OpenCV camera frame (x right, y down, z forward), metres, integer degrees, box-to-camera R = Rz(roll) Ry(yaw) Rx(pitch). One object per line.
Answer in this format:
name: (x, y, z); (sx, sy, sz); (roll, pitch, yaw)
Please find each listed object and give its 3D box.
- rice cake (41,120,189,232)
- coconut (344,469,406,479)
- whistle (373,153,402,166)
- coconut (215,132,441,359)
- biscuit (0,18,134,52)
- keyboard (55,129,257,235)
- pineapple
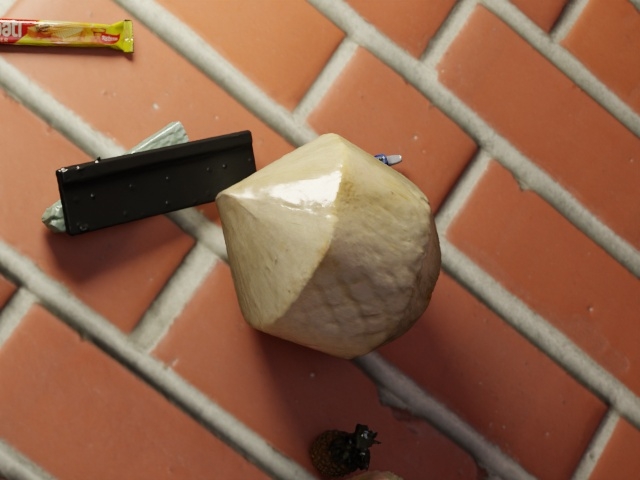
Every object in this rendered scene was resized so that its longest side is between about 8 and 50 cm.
rice cake: (-0.287, -0.089, 1.725); (0.245, 0.045, 0.042); (-40, 107, -27)
coconut: (0.083, 0.409, 1.683); (0.194, 0.194, 0.194); (5, 76, -21)
whistle: (0.086, -0.120, 1.899); (0.083, 0.029, 0.033); (-14, 67, -18)
coconut: (0.000, 0.000, 1.701); (0.328, 0.329, 0.329); (5, 76, -21)
biscuit: (-0.407, -0.293, 1.735); (0.291, 0.026, 0.048); (-2, 98, -23)
keyboard: (-0.222, -0.087, 1.730); (0.309, 0.018, 0.101); (-16, 105, -33)
pineapple: (0.037, 0.291, 1.708); (0.074, 0.159, 0.074); (5, 74, -19)
